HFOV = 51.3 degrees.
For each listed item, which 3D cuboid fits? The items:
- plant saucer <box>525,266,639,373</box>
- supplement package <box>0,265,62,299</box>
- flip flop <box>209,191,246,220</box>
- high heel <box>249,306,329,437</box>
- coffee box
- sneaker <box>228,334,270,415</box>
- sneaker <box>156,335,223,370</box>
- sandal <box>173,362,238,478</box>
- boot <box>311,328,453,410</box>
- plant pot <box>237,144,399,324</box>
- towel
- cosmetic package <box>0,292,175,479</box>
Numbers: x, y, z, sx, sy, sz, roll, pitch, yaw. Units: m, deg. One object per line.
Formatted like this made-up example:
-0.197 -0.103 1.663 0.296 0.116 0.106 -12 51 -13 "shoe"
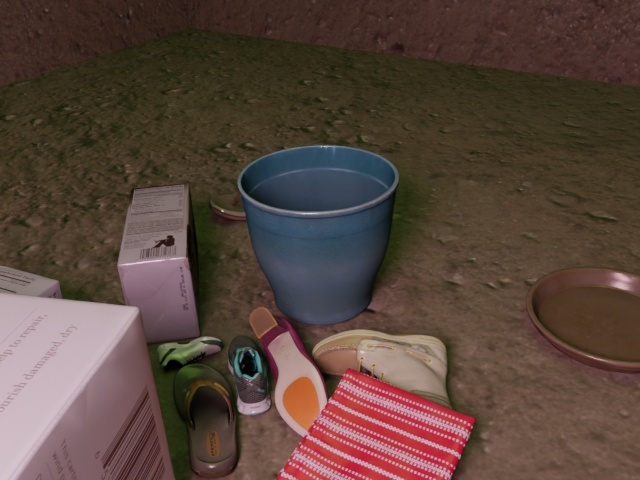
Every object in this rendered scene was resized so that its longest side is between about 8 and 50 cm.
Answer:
0.492 0.133 1.135 0.278 0.041 0.278 -1 31 1 "plant saucer"
-0.534 0.166 1.053 0.134 0.139 0.244 11 32 20 "supplement package"
-0.121 -0.108 1.548 0.277 0.080 0.112 -7 31 -8 "flip flop"
-0.034 0.215 1.032 0.082 0.117 0.244 -38 54 -1 "high heel"
-0.292 0.032 1.236 0.119 0.168 0.297 -6 30 -7 "coffee box"
-0.111 0.191 1.040 0.065 0.076 0.166 -9 31 -13 "sneaker"
-0.213 0.189 1.098 0.109 0.040 0.043 -11 48 -8 "sneaker"
-0.168 0.246 0.967 0.090 0.060 0.219 -8 31 -10 "sandal"
0.089 0.213 0.994 0.213 0.077 0.165 0 33 4 "boot"
0.000 0.000 1.183 0.272 0.255 0.271 -2 30 1 "plant pot"
0.050 0.295 0.833 0.199 0.031 0.275 18 51 29 "towel"
-0.402 0.269 0.680 0.394 0.329 0.327 3 31 11 "cosmetic package"
